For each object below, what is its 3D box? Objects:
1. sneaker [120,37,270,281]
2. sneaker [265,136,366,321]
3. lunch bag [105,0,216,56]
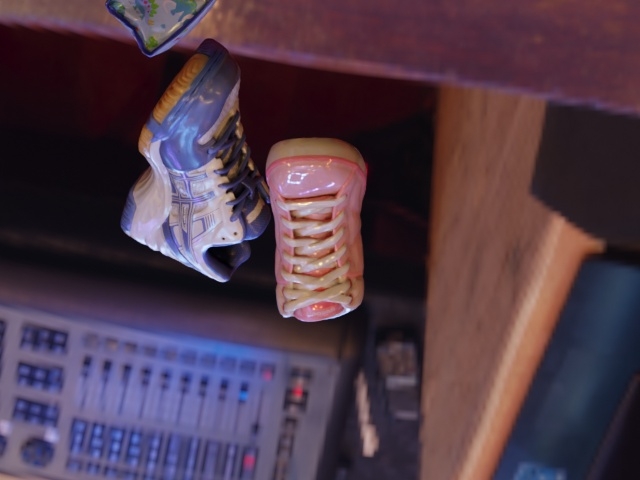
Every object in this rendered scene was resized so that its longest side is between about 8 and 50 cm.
[{"bbox_3d":[-0.092,-0.069,1.666,0.131,0.112,0.296,33,152,7],"label":"sneaker"},{"bbox_3d":[0.000,0.000,0.944,0.051,0.070,0.134,-3,157,1],"label":"sneaker"},{"bbox_3d":[-0.145,-0.275,1.931,0.151,0.129,0.096,-37,101,9],"label":"lunch bag"}]
